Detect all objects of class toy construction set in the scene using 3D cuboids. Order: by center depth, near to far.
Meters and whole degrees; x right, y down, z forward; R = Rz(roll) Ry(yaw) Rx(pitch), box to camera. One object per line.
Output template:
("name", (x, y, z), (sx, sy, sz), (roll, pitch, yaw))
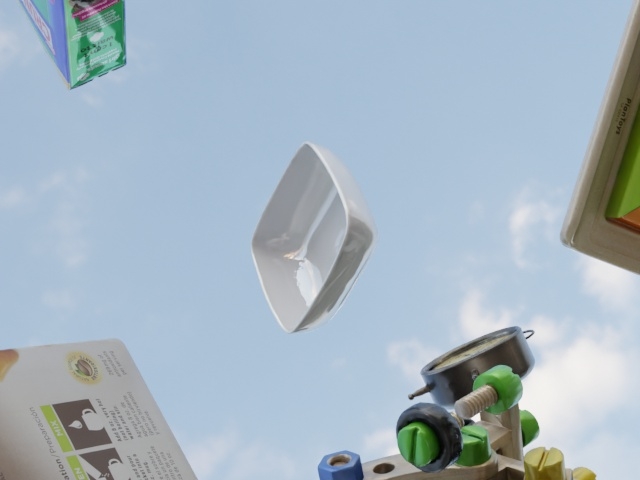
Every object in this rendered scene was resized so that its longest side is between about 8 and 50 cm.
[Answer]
("toy construction set", (0.174, 0.258, 1.206), (0.237, 0.257, 0.309), (-24, -92, -45))

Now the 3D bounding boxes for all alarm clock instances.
("alarm clock", (0.198, 0.145, 1.601), (0.192, 0.129, 0.064), (-30, -85, -46))

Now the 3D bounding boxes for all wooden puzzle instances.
("wooden puzzle", (0.308, -0.068, 1.060), (0.238, 0.044, 0.221), (20, -94, -29))

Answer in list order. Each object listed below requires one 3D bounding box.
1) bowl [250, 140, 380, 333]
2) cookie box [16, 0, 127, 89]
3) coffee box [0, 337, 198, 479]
("bowl", (0.000, 0.000, 1.207), (0.053, 0.142, 0.142), (11, -55, -28))
("cookie box", (-0.141, -0.149, 0.728), (0.040, 0.092, 0.107), (-26, -22, -18))
("coffee box", (-0.197, 0.128, 0.612), (0.246, 0.098, 0.141), (-1, -37, -52))
